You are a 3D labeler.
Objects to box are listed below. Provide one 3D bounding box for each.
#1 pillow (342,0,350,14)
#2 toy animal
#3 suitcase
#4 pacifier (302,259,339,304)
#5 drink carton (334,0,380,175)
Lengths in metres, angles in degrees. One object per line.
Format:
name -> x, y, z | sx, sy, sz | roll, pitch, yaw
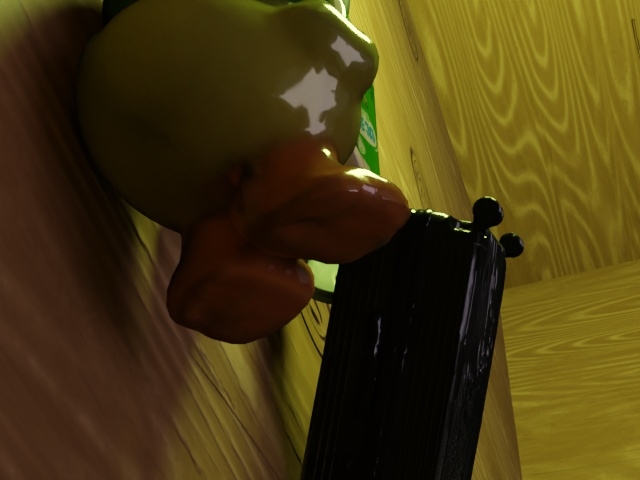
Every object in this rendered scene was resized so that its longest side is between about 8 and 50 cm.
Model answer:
pillow -> -0.015, -0.371, 1.428 | 0.186, 0.106, 0.249 | -38, 117, -83
toy animal -> -0.074, -0.114, 0.751 | 0.191, 0.216, 0.338 | 17, 46, -33
suitcase -> 0.099, 0.131, 1.076 | 0.229, 0.152, 0.335 | 28, 71, -70
pacifier -> 0.000, 0.000, 1.083 | 0.127, 0.116, 0.150 | 43, 17, 3
drink carton -> -0.036, -0.109, 0.974 | 0.271, 0.161, 0.108 | -90, 161, -51
